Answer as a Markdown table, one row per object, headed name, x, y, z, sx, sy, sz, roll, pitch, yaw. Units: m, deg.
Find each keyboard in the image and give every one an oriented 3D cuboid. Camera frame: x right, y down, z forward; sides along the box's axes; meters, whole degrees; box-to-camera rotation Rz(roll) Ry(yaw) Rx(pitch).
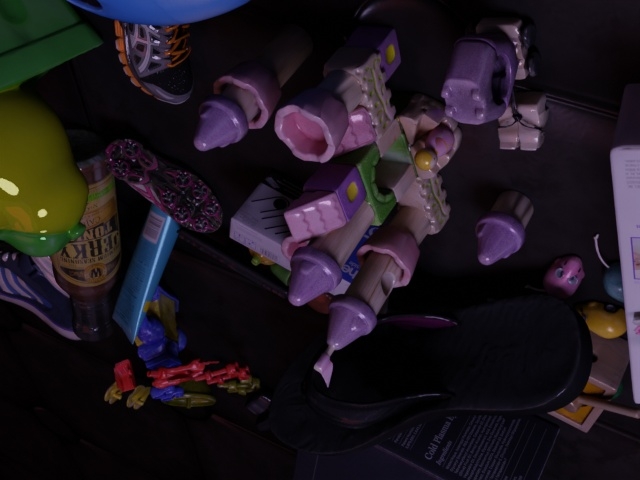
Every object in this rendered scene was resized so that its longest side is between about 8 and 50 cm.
| name | x | y | z | sx | sy | sz | roll | pitch | yaw |
| --- | --- | --- | --- | --- | --- | --- | --- | --- | --- |
| keyboard | -0.119 | 0.032 | 1.297 | 0.180 | 0.023 | 0.108 | 31 | -177 | -1 |

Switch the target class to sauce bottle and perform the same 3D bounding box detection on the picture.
| name | x | y | z | sx | sy | sz | roll | pitch | yaw |
| --- | --- | --- | --- | --- | --- | --- | --- | --- | --- |
| sauce bottle | -0.353 | 0.004 | 1.378 | 0.111 | 0.111 | 0.344 | 20 | 131 | 22 |

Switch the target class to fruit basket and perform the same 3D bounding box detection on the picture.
| name | x | y | z | sx | sy | sz | roll | pitch | yaw |
| --- | --- | --- | --- | --- | --- | --- | --- | --- | --- |
| fruit basket | -0.432 | -0.146 | 1.096 | 0.283 | 0.392 | 0.392 | -3 | 130 | 43 |

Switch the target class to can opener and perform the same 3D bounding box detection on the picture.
| name | x | y | z | sx | sy | sz | roll | pitch | yaw |
| --- | --- | --- | --- | --- | --- | --- | --- | --- | --- |
| can opener | -0.064 | 0.286 | 1.565 | 0.073 | 0.059 | 0.186 | 25 | 149 | -24 |

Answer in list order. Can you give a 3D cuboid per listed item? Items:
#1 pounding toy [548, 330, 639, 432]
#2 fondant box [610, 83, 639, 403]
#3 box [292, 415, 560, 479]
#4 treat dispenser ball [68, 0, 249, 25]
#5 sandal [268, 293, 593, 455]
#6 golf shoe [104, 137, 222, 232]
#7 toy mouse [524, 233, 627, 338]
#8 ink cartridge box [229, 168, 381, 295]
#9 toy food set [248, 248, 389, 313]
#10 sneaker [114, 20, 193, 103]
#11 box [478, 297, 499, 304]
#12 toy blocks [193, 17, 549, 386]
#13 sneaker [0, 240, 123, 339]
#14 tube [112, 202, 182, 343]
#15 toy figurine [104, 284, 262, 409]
| name | x | y | z | sx | sy | sz | roll | pitch | yaw |
| --- | --- | --- | --- | --- | --- | --- | --- | --- | --- |
| pounding toy | 0.300 | 0.162 | 1.068 | 0.141 | 0.100 | 0.130 | 27 | 145 | 14 |
| fondant box | 0.390 | 0.019 | 0.793 | 0.238 | 0.096 | 0.330 | 2 | 133 | 25 |
| box | 0.132 | 0.362 | 1.332 | 0.312 | 0.179 | 0.343 | 24 | 132 | 16 |
| treat dispenser ball | -0.128 | -0.313 | 0.704 | 0.288 | 0.288 | 0.288 | 23 | 144 | 18 |
| sandal | 0.093 | 0.145 | 1.082 | 0.445 | 0.168 | 0.107 | -21 | 146 | 35 |
| golf shoe | -0.213 | -0.078 | 1.270 | 0.186 | 0.067 | 0.086 | 38 | 176 | -9 |
| toy mouse | 0.298 | 0.053 | 1.001 | 0.161 | 0.031 | 0.143 | 16 | 141 | 27 |
| ink cartridge box | 0.000 | 0.000 | 1.136 | 0.207 | 0.097 | 0.046 | 29 | 147 | 11 |
| toy food set | -0.012 | 0.038 | 1.214 | 0.217 | 0.071 | 0.128 | 28 | 145 | 11 |
| sneaker | -0.179 | -0.243 | 1.017 | 0.083 | 0.084 | 0.215 | 9 | 137 | 26 |
| box | 0.190 | 0.141 | 1.146 | 0.027 | 0.094 | 0.137 | 8 | 152 | -20 |
| toy blocks | 0.042 | -0.038 | 0.910 | 0.309 | 0.260 | 0.289 | 9 | 137 | 34 |
| sneaker | -0.489 | 0.012 | 1.565 | 0.322 | 0.130 | 0.236 | 32 | 137 | 12 |
| tube | -0.254 | 0.041 | 1.333 | 0.052 | 0.207 | 0.080 | 15 | -166 | -35 |
| toy figurine | -0.233 | 0.148 | 1.504 | 0.191 | 0.217 | 0.362 | -18 | 163 | 6 |
